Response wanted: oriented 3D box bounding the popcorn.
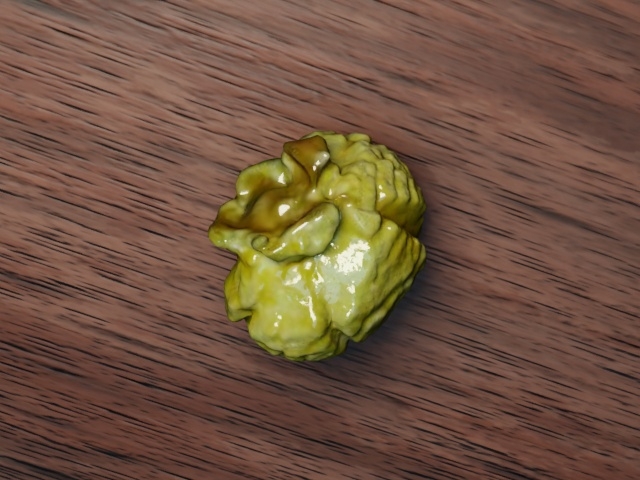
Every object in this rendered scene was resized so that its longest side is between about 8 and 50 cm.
[{"bbox_3d":[0.000,0.000,1.699,0.224,0.258,0.270,22,118,24],"label":"popcorn"}]
